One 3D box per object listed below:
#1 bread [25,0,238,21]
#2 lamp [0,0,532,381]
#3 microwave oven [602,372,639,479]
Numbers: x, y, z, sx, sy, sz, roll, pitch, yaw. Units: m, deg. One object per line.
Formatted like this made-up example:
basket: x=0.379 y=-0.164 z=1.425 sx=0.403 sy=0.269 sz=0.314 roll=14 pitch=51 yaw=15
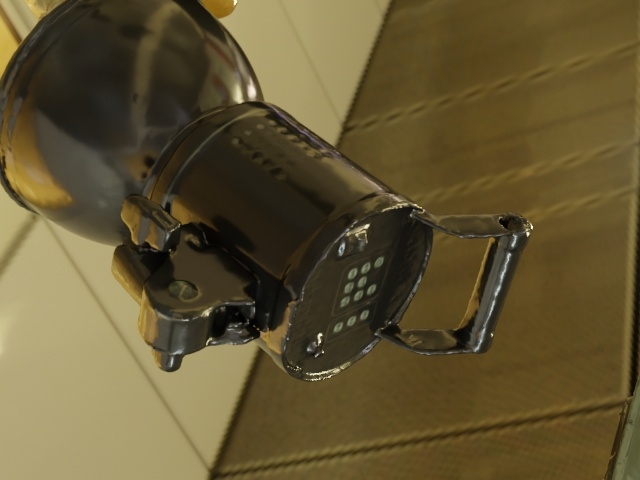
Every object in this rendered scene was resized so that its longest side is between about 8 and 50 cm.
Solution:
bread: x=-0.183 y=-0.347 z=1.200 sx=0.270 sy=0.315 sz=0.211 roll=-14 pitch=-172 yaw=-35
lamp: x=-0.042 y=-0.014 z=0.640 sx=0.172 sy=0.147 sz=0.227 roll=-19 pitch=-135 yaw=-41
microwave oven: x=0.312 y=0.244 z=1.211 sx=0.122 sy=0.208 sz=0.162 roll=16 pitch=-132 yaw=15
